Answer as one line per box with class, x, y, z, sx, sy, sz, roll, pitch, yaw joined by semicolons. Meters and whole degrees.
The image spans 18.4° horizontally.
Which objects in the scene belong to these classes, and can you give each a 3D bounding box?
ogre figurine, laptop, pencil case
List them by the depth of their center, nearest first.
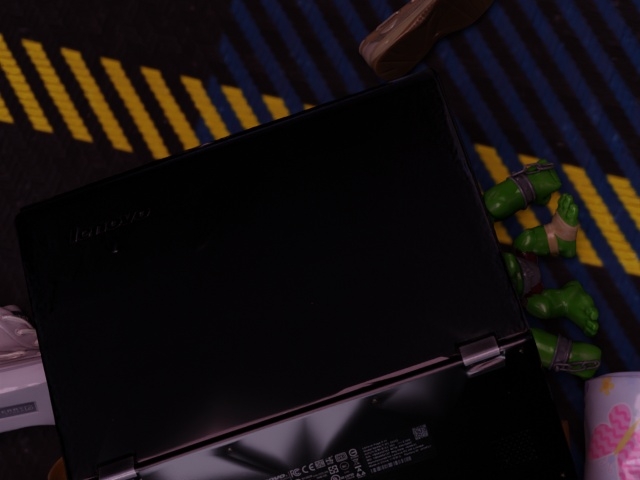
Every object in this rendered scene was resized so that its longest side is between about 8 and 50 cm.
laptop;-0.009;0.135;1.645;0.382;0.236;0.408;-19;114;4
pencil case;0.283;0.243;1.683;0.124;0.113;0.273;-4;79;26
ogre figurine;0.175;0.033;1.756;0.118;0.097;0.197;-10;94;-8

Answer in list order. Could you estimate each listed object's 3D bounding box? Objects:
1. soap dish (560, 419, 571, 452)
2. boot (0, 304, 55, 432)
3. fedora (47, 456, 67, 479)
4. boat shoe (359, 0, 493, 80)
soap dish;0.108;0.303;1.707;0.229;0.118;0.291;-5;79;11
boot;-0.266;0.105;1.829;0.258;0.095;0.123;-7;51;-9
fedora;-0.153;0.161;1.743;0.194;0.194;0.079;-10;106;10
boat shoe;0.102;-0.212;1.830;0.153;0.056;0.048;-43;45;7
